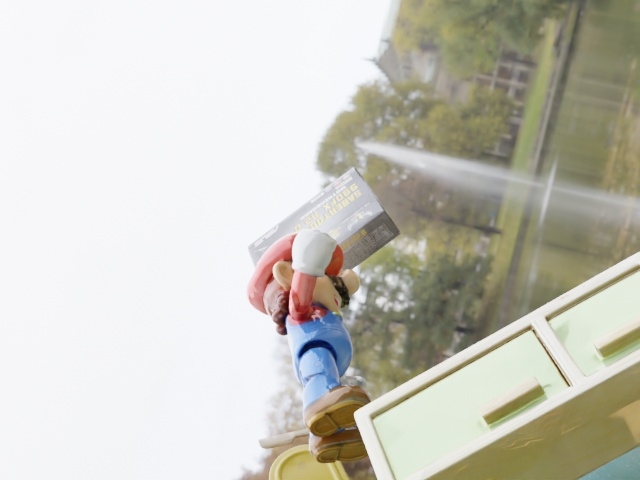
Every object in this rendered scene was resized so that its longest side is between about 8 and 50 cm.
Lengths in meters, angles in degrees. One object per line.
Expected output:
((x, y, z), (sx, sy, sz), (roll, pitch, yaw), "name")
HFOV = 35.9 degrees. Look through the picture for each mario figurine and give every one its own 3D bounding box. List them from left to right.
((0.018, 0.110, 1.268), (0.198, 0.170, 0.320), (-54, 37, 35), "mario figurine")

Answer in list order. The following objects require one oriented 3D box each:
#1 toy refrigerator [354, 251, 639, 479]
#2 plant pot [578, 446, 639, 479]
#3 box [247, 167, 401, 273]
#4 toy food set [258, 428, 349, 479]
((0.169, 0.124, 0.770), (0.094, 0.270, 0.102), (57, -174, -33), "toy refrigerator")
((0.291, 0.248, 1.033), (0.293, 0.293, 0.196), (1, -68, -80), "plant pot")
((0.000, 0.000, 1.600), (0.056, 0.231, 0.183), (50, -173, -28), "box")
((-0.019, 0.426, 1.705), (0.218, 0.128, 0.071), (-119, 16, -50), "toy food set")
